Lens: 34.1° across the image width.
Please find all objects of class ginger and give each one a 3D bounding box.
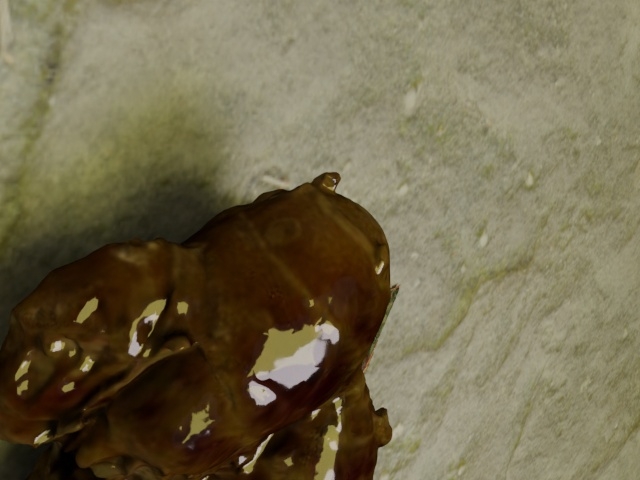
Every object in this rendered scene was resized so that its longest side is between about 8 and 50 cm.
[{"bbox_3d":[-0.077,0.138,0.698,0.274,0.152,0.357,-16,120,-38],"label":"ginger"}]

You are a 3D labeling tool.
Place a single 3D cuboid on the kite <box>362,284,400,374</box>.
[{"bbox_3d":[0.010,0.111,0.962,0.241,0.014,0.183,-34,130,-45],"label":"kite"}]
